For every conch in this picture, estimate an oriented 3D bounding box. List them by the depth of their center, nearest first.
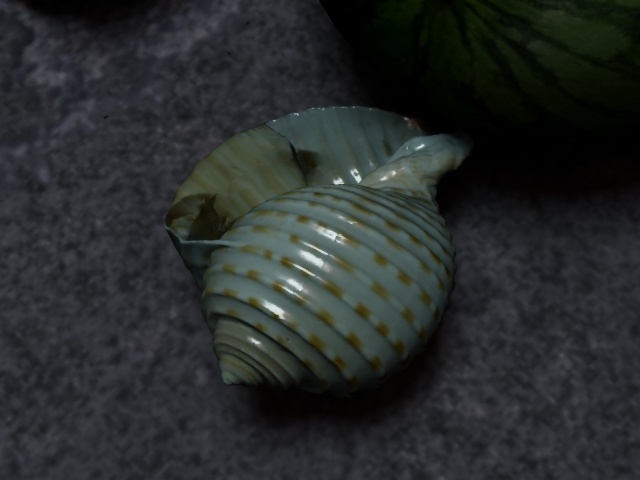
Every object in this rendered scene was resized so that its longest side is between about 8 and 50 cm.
[{"bbox_3d":[-0.002,0.006,0.526,0.135,0.102,0.153,26,36,21],"label":"conch"}]

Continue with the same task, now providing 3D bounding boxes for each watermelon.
[{"bbox_3d":[0.106,-0.160,0.515,0.242,0.242,0.242,-1,67,3],"label":"watermelon"}]
